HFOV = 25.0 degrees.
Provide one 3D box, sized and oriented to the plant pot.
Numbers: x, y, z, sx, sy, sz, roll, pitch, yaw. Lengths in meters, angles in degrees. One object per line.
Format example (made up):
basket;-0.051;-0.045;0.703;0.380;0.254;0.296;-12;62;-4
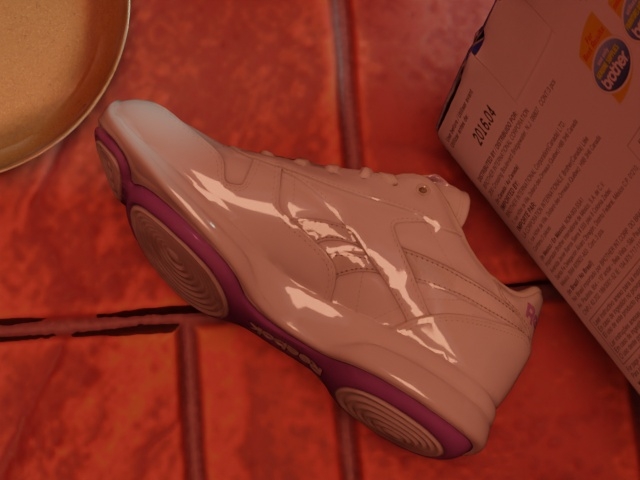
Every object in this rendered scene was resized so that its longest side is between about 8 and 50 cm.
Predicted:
plant pot;-0.240;-0.151;0.932;0.236;0.032;0.236;0;82;-3

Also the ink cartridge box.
ink cartridge box;0.221;-0.058;0.786;0.151;0.270;0.395;-30;72;-24

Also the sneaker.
sneaker;0.000;0.000;0.896;0.305;0.114;0.152;37;68;-1
